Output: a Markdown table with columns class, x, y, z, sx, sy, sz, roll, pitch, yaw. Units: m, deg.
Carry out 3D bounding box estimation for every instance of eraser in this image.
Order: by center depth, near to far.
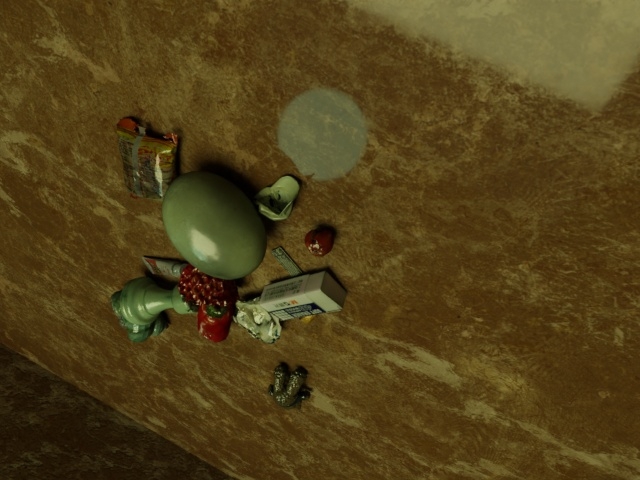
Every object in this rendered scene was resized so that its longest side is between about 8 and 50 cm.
| class | x | y | z | sx | sy | sz | roll | pitch | yaw |
| --- | --- | --- | --- | --- | --- | --- | --- | --- | --- |
| eraser | -0.061 | 0.187 | 1.662 | 0.287 | 0.086 | 0.130 | -16 | 131 | 39 |

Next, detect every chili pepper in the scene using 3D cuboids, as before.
| class | x | y | z | sx | sy | sz | roll | pitch | yaw |
| --- | --- | --- | --- | --- | --- | --- | --- | --- | --- |
| chili pepper | -0.386 | 0.256 | 1.866 | 0.135 | 0.131 | 0.338 | 32 | 148 | 8 |

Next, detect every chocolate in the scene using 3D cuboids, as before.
| class | x | y | z | sx | sy | sz | roll | pitch | yaw |
| --- | --- | --- | --- | --- | --- | --- | --- | --- | --- |
| chocolate | -0.899 | 0.345 | 2.313 | 0.072 | 0.072 | 0.166 | 9 | 130 | 23 |

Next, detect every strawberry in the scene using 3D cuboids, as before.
| class | x | y | z | sx | sy | sz | roll | pitch | yaw |
| --- | --- | --- | --- | --- | --- | --- | --- | --- | --- |
| strawberry | -0.377 | 0.120 | 1.764 | 0.234 | 0.234 | 0.177 | 19 | 103 | 15 |

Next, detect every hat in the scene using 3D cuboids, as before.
| class | x | y | z | sx | sy | sz | roll | pitch | yaw |
| --- | --- | --- | --- | --- | --- | --- | --- | --- | --- |
| hat | -0.114 | -0.122 | 1.448 | 0.166 | 0.081 | 0.122 | -42 | 57 | 37 |

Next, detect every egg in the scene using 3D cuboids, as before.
| class | x | y | z | sx | sy | sz | roll | pitch | yaw |
| --- | --- | --- | --- | --- | --- | --- | --- | --- | --- |
| egg | -0.311 | -0.043 | 1.486 | 0.352 | 0.258 | 0.258 | 45 | 136 | -8 |

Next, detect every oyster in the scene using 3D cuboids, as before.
| class | x | y | z | sx | sy | sz | roll | pitch | yaw |
| --- | --- | --- | --- | --- | --- | --- | --- | --- | --- |
| oyster | -0.213 | 0.284 | 1.848 | 0.223 | 0.083 | 0.214 | -26 | 113 | 42 |

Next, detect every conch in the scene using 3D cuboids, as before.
| class | x | y | z | sx | sy | sz | roll | pitch | yaw |
| --- | --- | --- | --- | --- | --- | --- | --- | --- | --- |
| conch | -0.776 | 0.330 | 2.164 | 0.277 | 0.220 | 0.195 | 30 | 98 | -30 |

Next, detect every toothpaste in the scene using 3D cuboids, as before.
| class | x | y | z | sx | sy | sz | roll | pitch | yaw |
| --- | --- | --- | --- | --- | --- | --- | --- | --- | --- |
| toothpaste | -0.597 | 0.104 | 1.941 | 0.234 | 0.057 | 0.089 | 4 | 131 | 37 |

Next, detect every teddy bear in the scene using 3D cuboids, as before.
| class | x | y | z | sx | sy | sz | roll | pitch | yaw |
| --- | --- | --- | --- | --- | --- | --- | --- | --- | --- |
| teddy bear | -0.140 | 0.625 | 2.075 | 0.182 | 0.129 | 0.251 | 14 | 133 | 22 |

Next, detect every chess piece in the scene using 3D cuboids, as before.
| class | x | y | z | sx | sy | sz | roll | pitch | yaw |
| --- | --- | --- | --- | --- | --- | --- | --- | --- | --- |
| chess piece | -0.610 | 0.231 | 1.975 | 0.299 | 0.194 | 0.194 | -6 | 125 | 23 |

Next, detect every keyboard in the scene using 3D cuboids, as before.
| class | x | y | z | sx | sy | sz | roll | pitch | yaw |
| --- | --- | --- | --- | --- | --- | --- | --- | --- | --- |
| keyboard | -0.107 | 0.076 | 1.649 | 0.049 | 0.015 | 0.129 | -22 | 115 | 42 |

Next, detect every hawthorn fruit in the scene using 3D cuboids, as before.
| class | x | y | z | sx | sy | sz | roll | pitch | yaw |
| --- | --- | --- | --- | --- | --- | --- | --- | --- | --- |
| hawthorn fruit | 0.000 | 0.000 | 1.470 | 0.093 | 0.093 | 0.093 | 16 | 134 | 17 |

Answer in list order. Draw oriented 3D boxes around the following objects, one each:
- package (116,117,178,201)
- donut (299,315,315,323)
| class | x | y | z | sx | sy | sz | roll | pitch | yaw |
| --- | --- | --- | --- | --- | --- | --- | --- | --- | --- |
| package | -0.527 | -0.222 | 1.566 | 0.224 | 0.108 | 0.288 | 16 | 131 | 16 |
| donut | -0.037 | 0.260 | 1.763 | 0.038 | 0.067 | 0.083 | 44 | 104 | -1 |
